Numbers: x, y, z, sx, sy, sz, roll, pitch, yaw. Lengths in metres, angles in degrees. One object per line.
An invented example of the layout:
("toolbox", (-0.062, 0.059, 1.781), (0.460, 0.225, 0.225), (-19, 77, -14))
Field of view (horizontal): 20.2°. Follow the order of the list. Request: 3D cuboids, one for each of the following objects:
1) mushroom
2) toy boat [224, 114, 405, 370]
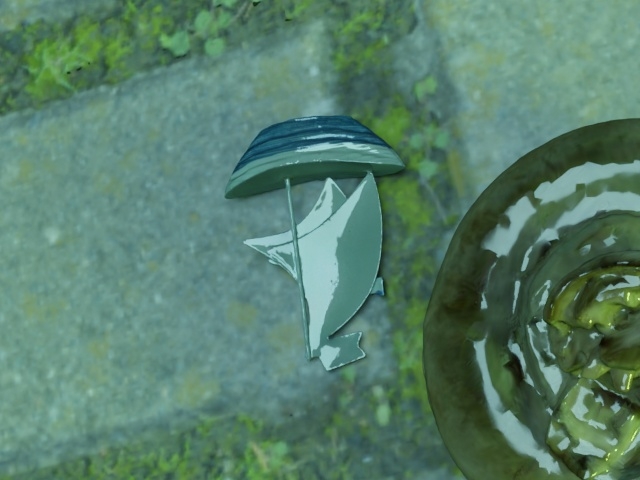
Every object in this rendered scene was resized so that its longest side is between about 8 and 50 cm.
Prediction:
("mushroom", (0.158, 0.047, 0.898), (0.226, 0.178, 0.226), (-5, 78, 26))
("toy boat", (0.008, -0.009, 1.037), (0.105, 0.034, 0.149), (-32, 68, 10))
